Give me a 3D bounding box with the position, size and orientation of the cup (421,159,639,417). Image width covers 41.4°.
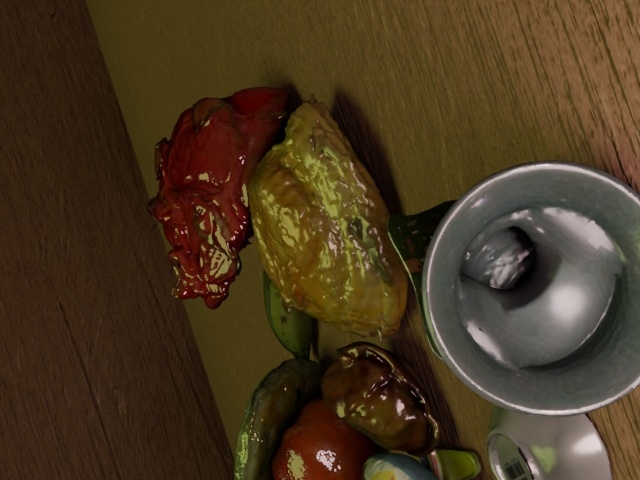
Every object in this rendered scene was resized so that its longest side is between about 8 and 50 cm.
[{"bbox_3d":[0.178,0.038,0.720,0.150,0.199,0.199,57,-166,-89],"label":"cup"}]

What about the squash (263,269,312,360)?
[{"bbox_3d":[-0.062,0.116,1.602,0.094,0.095,0.340,-127,25,-46],"label":"squash"}]

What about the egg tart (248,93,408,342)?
[{"bbox_3d":[0.000,0.000,1.218,0.339,0.153,0.351,64,161,16],"label":"egg tart"}]

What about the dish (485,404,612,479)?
[{"bbox_3d":[0.227,0.235,0.896,0.191,0.066,0.190,163,90,-72],"label":"dish"}]

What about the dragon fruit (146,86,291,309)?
[{"bbox_3d":[-0.198,-0.085,1.375,0.286,0.228,0.329,113,176,-63],"label":"dragon fruit"}]

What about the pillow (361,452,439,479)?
[{"bbox_3d":[0.152,0.386,1.174,0.214,0.086,0.233,23,145,45],"label":"pillow"}]

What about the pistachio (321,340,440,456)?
[{"bbox_3d":[0.088,0.225,1.203,0.210,0.131,0.165,35,148,35],"label":"pistachio"}]

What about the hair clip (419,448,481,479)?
[{"bbox_3d":[0.174,0.315,1.183,0.188,0.033,0.060,134,116,-70],"label":"hair clip"}]

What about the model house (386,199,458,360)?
[{"bbox_3d":[0.154,0.028,0.846,0.088,0.117,0.166,135,119,-66],"label":"model house"}]

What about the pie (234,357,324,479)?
[{"bbox_3d":[-0.079,0.370,1.599,0.071,0.323,0.323,15,132,20],"label":"pie"}]

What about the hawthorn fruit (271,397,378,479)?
[{"bbox_3d":[0.031,0.398,1.493,0.226,0.196,0.196,32,147,17],"label":"hawthorn fruit"}]
